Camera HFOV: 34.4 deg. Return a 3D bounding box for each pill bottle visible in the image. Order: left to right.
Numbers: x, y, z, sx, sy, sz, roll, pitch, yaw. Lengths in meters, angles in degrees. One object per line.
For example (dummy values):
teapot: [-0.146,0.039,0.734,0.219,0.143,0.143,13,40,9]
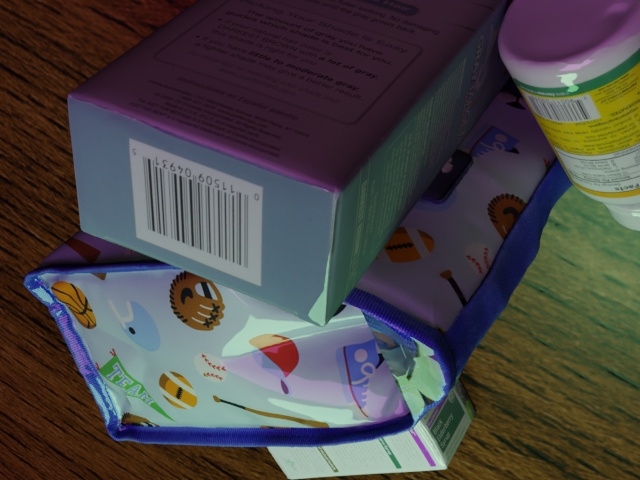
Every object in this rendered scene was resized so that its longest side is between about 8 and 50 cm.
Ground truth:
pill bottle: [0.225,-0.101,0.777,0.117,0.118,0.208,-4,142,36]

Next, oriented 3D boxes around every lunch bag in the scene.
lunch bag: [0.000,0.000,0.888,0.385,0.328,0.239,-3,124,37]

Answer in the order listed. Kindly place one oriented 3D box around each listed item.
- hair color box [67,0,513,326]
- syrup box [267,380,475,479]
hair color box: [0.010,-0.118,0.746,0.185,0.374,0.114,21,133,18]
syrup box: [0.048,0.205,1.185,0.237,0.093,0.096,-14,115,40]
